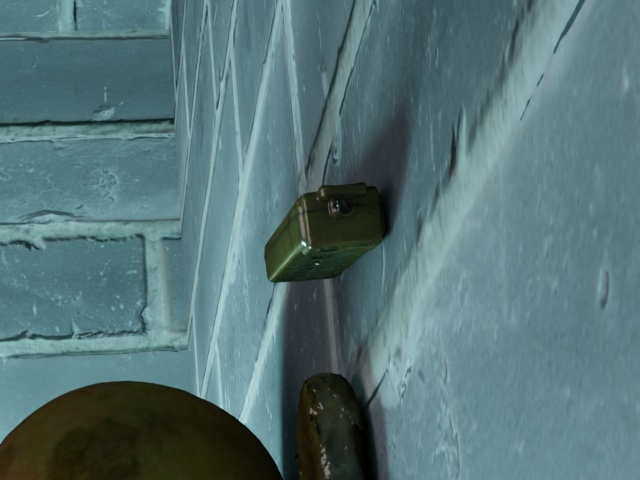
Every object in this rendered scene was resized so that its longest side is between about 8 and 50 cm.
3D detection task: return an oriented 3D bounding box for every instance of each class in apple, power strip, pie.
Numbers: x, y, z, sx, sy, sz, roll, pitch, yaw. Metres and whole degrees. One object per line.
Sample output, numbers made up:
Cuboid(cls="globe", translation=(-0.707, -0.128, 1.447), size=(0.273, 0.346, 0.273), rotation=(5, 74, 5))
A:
Cuboid(cls="apple", translation=(-0.197, 0.320, 1.788), size=(0.364, 0.364, 0.363), rotation=(178, 90, -82))
Cuboid(cls="power strip", translation=(0.000, 0.000, 1.297), size=(0.305, 0.064, 0.044), rotation=(131, 133, -79))
Cuboid(cls="pie", translation=(0.008, 0.196, 1.365), size=(0.195, 0.046, 0.195), rotation=(179, 90, -83))
